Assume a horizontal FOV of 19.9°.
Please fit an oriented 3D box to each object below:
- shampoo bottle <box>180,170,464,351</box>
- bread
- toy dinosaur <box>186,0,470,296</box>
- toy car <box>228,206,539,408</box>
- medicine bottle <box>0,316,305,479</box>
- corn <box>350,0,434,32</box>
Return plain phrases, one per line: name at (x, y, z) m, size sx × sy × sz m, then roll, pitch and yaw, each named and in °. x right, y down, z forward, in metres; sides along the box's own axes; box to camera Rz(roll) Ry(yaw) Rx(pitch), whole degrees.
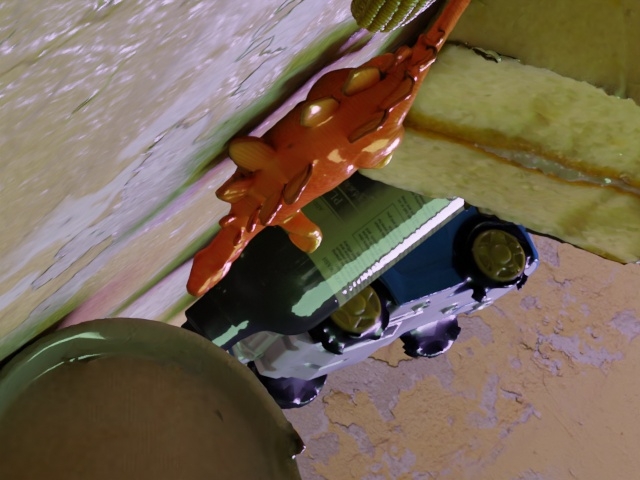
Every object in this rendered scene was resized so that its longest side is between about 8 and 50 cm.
shampoo bottle at (0.000, 0.000, 1.398) m, size 0.284 × 0.101 × 0.101 m, roll -38°, pitch 176°, yaw -8°
bread at (0.159, -0.068, 1.223) m, size 0.236 × 0.198 × 0.263 m, roll -10°, pitch 164°, yaw -15°
toy dinosaur at (0.011, -0.066, 1.048) m, size 0.288 × 0.070 × 0.117 m, roll -46°, pitch 174°, yaw 19°
toy car at (0.051, 0.029, 1.688) m, size 0.314 × 0.166 × 0.198 m, roll -18°, pitch 166°, yaw -27°
medicine bottle at (-0.186, 0.231, 1.314) m, size 0.235 × 0.236 × 0.406 m, roll -37°, pitch 174°, yaw -32°
corn at (0.044, -0.127, 0.856) m, size 0.037 × 0.037 × 0.092 m, roll -36°, pitch 179°, yaw -34°
